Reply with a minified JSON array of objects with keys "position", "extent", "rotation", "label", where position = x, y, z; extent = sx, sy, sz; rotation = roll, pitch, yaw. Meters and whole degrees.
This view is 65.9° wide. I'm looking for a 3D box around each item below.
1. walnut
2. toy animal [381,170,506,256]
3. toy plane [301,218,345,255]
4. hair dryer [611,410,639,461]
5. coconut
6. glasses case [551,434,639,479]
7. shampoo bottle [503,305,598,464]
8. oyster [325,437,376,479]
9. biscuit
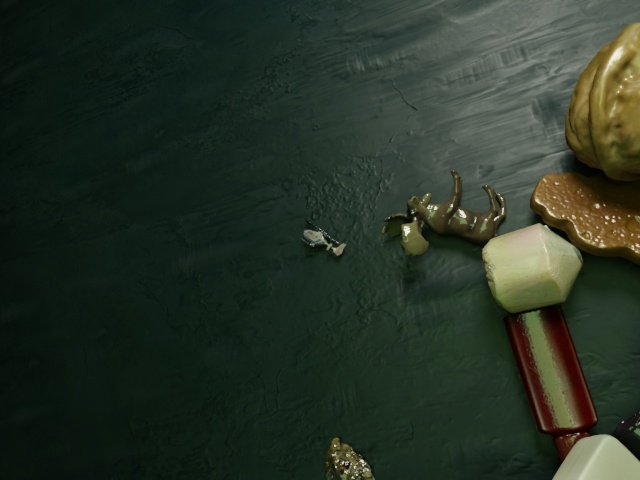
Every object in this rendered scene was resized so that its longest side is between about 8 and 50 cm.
[{"position":[0.533,-0.223,0.819],"extent":[0.224,0.257,0.257],"rotation":[24,88,57],"label":"walnut"},{"position":[0.240,-0.043,0.970],"extent":[0.214,0.094,0.186],"rotation":[26,97,16],"label":"toy animal"},{"position":[0.000,0.000,1.092],"extent":[0.121,0.031,0.049],"rotation":[35,85,27],"label":"toy plane"},{"position":[0.545,0.322,0.686],"extent":[0.089,0.251,0.197],"rotation":[-39,64,-7],"label":"hair dryer"},{"position":[0.375,0.047,0.868],"extent":[0.153,0.147,0.147],"rotation":[-19,72,24],"label":"coconut"},{"position":[0.486,0.445,0.715],"extent":[0.131,0.070,0.313],"rotation":[-37,78,-28],"label":"glasses case"},{"position":[0.405,0.249,0.854],"extent":[0.102,0.064,0.260],"rotation":[-16,73,13],"label":"shampoo bottle"},{"position":[0.049,0.463,0.962],"extent":[0.103,0.051,0.148],"rotation":[-34,58,5],"label":"oyster"},{"position":[0.522,-0.041,0.858],"extent":[0.295,0.044,0.186],"rotation":[25,63,26],"label":"biscuit"}]
